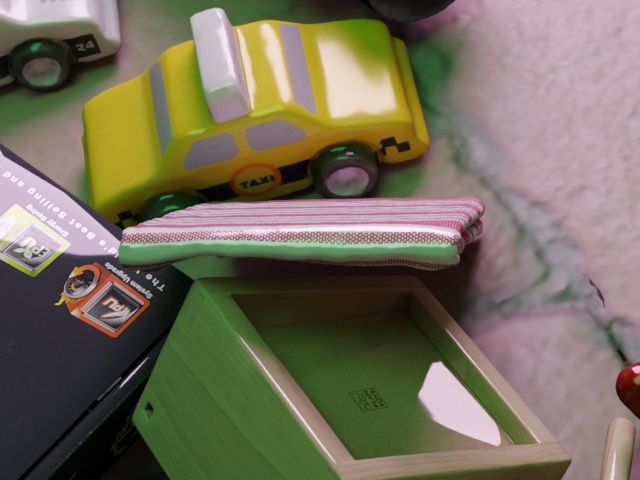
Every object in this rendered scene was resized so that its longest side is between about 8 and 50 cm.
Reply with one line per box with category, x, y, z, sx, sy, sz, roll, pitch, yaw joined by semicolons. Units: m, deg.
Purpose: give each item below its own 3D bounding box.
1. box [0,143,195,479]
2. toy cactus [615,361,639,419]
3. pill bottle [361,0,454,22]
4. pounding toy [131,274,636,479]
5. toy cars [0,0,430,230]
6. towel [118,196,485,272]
box;-0.295;0.028;0.814;0.395;0.097;0.318;36;51;10
toy cactus;0.245;0.096;0.756;0.219;0.112;0.180;-13;70;4
pill bottle;-0.003;-0.216;1.032;0.123;0.123;0.219;-37;53;-12
pounding toy;0.050;0.114;0.783;0.181;0.094;0.206;0;38;-39
toy cars;-0.130;-0.104;1.008;0.393;0.087;0.176;20;62;28
towel;0.000;0.000;0.839;0.144;0.197;0.029;-2;95;8
